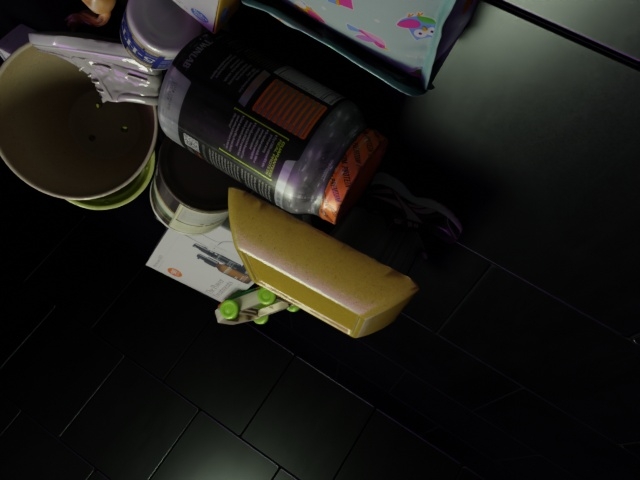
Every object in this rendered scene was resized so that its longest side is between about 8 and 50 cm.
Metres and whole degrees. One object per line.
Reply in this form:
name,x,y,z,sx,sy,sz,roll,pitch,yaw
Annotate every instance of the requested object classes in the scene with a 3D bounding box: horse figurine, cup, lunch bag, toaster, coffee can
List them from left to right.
horse figurine,-0.408,-0.457,0.910,0.175,0.066,0.263,32,153,13
cup,-0.508,-0.263,1.209,0.331,0.331,0.237,39,-177,-9
coffee can,-0.267,-0.130,1.210,0.202,0.201,0.275,40,159,-10
lunch bag,0.043,-0.259,0.520,0.224,0.160,0.262,30,170,5
toaster,0.095,0.026,1.066,0.227,0.146,0.129,17,152,39

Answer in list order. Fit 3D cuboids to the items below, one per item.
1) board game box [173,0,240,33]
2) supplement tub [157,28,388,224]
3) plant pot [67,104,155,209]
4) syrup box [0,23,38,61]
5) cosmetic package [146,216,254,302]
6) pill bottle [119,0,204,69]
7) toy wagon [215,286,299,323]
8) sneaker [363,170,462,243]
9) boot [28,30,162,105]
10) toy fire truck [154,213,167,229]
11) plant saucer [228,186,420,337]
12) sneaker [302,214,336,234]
board game box,-0.181,-0.423,0.634,0.242,0.064,0.316,38,159,-7
supplement tub,-0.069,-0.168,0.834,0.316,0.193,0.193,33,159,9
plant pot,-0.611,-0.230,1.502,0.276,0.276,0.254,44,170,-21
syrup box,-0.665,-0.430,1.330,0.237,0.096,0.093,29,158,20
cosmetic package,-0.299,0.028,1.531,0.285,0.097,0.377,31,142,-15
pill bottle,-0.260,-0.335,0.870,0.112,0.112,0.187,44,167,-22
toy wagon,-0.138,0.180,1.647,0.267,0.345,0.068,39,-149,-71
sneaker,0.151,-0.038,0.937,0.178,0.077,0.072,31,160,11
boot,-0.429,-0.326,1.043,0.259,0.095,0.123,11,116,6
toy fire truck,-0.346,-0.051,1.631,0.247,0.158,0.217,9,159,10
plant saucer,-0.015,0.068,0.954,0.333,0.080,0.333,27,164,9
sneaker,0.000,0.000,1.214,0.123,0.105,0.290,19,155,32
